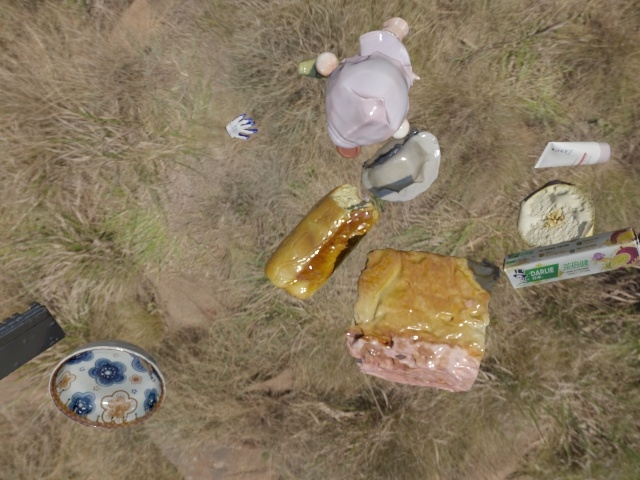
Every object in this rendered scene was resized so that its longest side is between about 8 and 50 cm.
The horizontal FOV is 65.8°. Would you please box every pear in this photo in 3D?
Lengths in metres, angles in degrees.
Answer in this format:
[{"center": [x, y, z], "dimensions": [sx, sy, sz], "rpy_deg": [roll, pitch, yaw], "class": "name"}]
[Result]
[{"center": [0.802, -0.047, 1.661], "dimensions": [0.267, 0.267, 0.178], "rpy_deg": [-44, 133, 13], "class": "pear"}]

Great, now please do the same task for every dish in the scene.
[{"center": [-0.274, 0.173, 0.661], "dimensions": [0.141, 0.078, 0.141], "rpy_deg": [-4, 119, -7], "class": "dish"}]

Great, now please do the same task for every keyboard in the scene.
[{"center": [-0.397, 0.154, 0.535], "dimensions": [0.023, 0.231, 0.072], "rpy_deg": [36, 147, 26], "class": "keyboard"}]

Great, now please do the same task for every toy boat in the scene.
[{"center": [0.011, -0.506, 1.457], "dimensions": [0.172, 0.066, 0.065], "rpy_deg": [13, 109, 35], "class": "toy boat"}]

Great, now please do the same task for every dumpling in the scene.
[{"center": [0.274, -0.244, 1.672], "dimensions": [0.293, 0.163, 0.204], "rpy_deg": [-29, 84, 16], "class": "dumpling"}]

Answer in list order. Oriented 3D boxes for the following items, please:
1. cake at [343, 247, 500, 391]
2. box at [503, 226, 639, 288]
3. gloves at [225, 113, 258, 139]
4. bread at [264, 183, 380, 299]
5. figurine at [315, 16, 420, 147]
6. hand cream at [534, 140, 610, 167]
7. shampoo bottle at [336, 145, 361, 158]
[{"center": [0.233, 0.198, 1.192], "dimensions": [0.314, 0.306, 0.293], "rpy_deg": [12, 66, 10], "class": "cake"}, {"center": [0.415, 0.032, 0.826], "dimensions": [0.207, 0.041, 0.050], "rpy_deg": [-17, 121, 34], "class": "box"}, {"center": [-0.209, -0.299, 1.320], "dimensions": [0.086, 0.026, 0.064], "rpy_deg": [-21, 120, 24], "class": "gloves"}, {"center": [-0.005, -0.004, 1.347], "dimensions": [0.149, 0.195, 0.344], "rpy_deg": [41, 89, -18], "class": "bread"}, {"center": [0.090, -0.262, 0.825], "dimensions": [0.200, 0.276, 0.133], "rpy_deg": [36, 139, -19], "class": "figurine"}, {"center": [0.935, -0.323, 1.835], "dimensions": [0.248, 0.083, 0.133], "rpy_deg": [-5, 144, -3], "class": "hand cream"}, {"center": [0.114, -0.381, 1.666], "dimensions": [0.085, 0.244, 0.085], "rpy_deg": [11, 140, 9], "class": "shampoo bottle"}]
